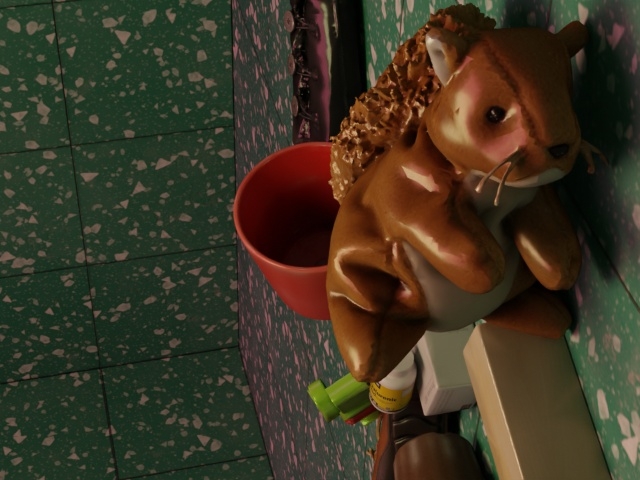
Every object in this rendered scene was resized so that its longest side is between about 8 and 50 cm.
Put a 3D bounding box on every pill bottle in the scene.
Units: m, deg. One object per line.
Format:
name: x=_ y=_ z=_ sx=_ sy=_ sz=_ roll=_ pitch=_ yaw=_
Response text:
pill bottle: x=0.108 y=0.201 z=1.884 sx=0.116 sy=0.065 sz=0.065 roll=95 pitch=163 yaw=-53

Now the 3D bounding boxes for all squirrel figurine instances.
squirrel figurine: x=0.143 y=-0.106 z=1.408 sx=0.370 sy=0.281 sz=0.397 roll=102 pitch=155 yaw=-44

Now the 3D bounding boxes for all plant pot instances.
plant pot: x=0.000 y=0.000 z=2.257 sx=0.243 sy=0.275 sz=0.275 roll=79 pitch=177 yaw=-58
plant pot: x=0.178 y=0.379 z=1.866 sx=0.165 sy=0.167 sz=0.167 roll=-100 pitch=9 yaw=-49

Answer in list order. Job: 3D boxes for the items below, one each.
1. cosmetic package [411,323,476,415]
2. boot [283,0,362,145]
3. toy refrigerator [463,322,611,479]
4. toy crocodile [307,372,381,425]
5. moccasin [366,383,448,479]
cosmetic package: x=0.171 y=0.129 z=1.888 sx=0.117 sy=0.085 sz=0.231 roll=102 pitch=158 yaw=-61
boot: x=-0.015 y=-0.400 z=2.349 sx=0.367 sy=0.146 sz=0.445 roll=-115 pitch=16 yaw=-62
toy refrigerator: x=0.255 y=0.228 z=1.488 sx=0.094 sy=0.102 sz=0.269 roll=103 pitch=156 yaw=-61
toy crocodile: x=0.053 y=0.255 z=2.090 sx=0.105 sy=0.115 sz=0.340 roll=57 pitch=175 yaw=8
moccasin: x=0.140 y=0.366 z=2.086 sx=0.147 sy=0.139 sz=0.380 roll=-79 pitch=-13 yaw=-62
